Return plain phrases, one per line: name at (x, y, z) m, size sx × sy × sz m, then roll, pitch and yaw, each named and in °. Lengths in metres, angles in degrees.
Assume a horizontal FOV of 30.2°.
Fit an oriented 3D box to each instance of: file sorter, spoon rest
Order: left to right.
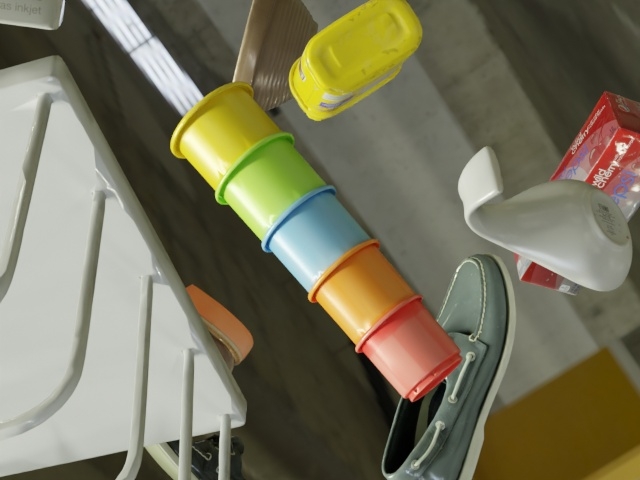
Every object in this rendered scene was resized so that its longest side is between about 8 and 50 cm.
file sorter at (-0.174, 0.084, 0.616) m, size 0.173 × 0.192 × 0.278 m, roll -93°, pitch -15°, yaw -48°
spoon rest at (0.241, -0.024, 1.275) m, size 0.276 × 0.084 × 0.137 m, roll 20°, pitch -129°, yaw -40°

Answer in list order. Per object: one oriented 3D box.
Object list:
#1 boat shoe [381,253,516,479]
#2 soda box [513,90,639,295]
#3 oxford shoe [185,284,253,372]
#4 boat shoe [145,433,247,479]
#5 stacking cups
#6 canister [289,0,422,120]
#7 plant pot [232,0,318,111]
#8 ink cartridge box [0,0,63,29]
boat shoe at (0.152, 0.157, 1.441) m, size 0.099 × 0.320 × 0.116 m, roll 22°, pitch 165°, yaw -25°
soda box at (0.345, -0.056, 1.520) m, size 0.092 × 0.263 × 0.083 m, roll 16°, pitch -143°, yaw -15°
oxford shoe at (-0.266, 0.075, 1.487) m, size 0.363 × 0.133 × 0.130 m, roll 32°, pitch 155°, yaw 4°
boat shoe at (-0.152, 0.357, 1.830) m, size 0.340 × 0.113 × 0.127 m, roll 49°, pitch 161°, yaw -15°
stacking cups at (0.000, 0.000, 1.033) m, size 0.316 × 0.096 × 0.096 m, roll 48°, pitch -175°, yaw 17°
canister at (0.034, -0.186, 1.212) m, size 0.073 × 0.126 × 0.170 m, roll 58°, pitch 175°, yaw -2°
plant pot at (-0.070, -0.299, 1.874) m, size 0.109 × 0.237 × 0.237 m, roll 14°, pitch -167°, yaw -4°
ink cartridge box at (-0.266, -0.302, 0.832) m, size 0.197 × 0.198 × 0.270 m, roll -128°, pitch 44°, yaw -72°
